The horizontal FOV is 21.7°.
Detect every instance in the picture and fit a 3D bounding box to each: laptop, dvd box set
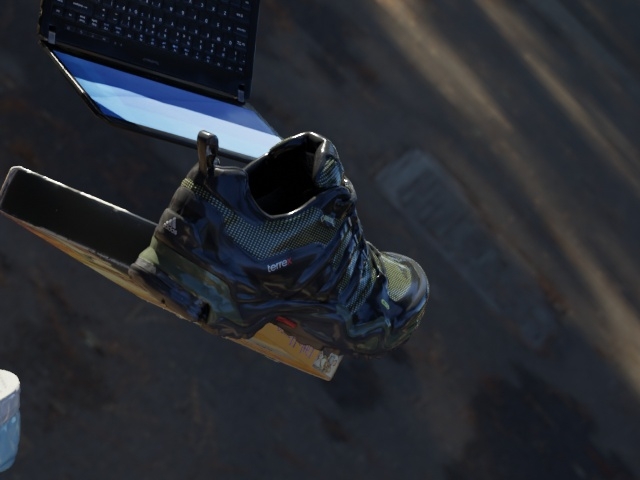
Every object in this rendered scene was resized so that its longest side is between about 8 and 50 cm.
[{"bbox_3d":[-0.116,-0.195,1.480,0.234,0.136,0.264,15,76,-38],"label":"laptop"},{"bbox_3d":[-0.165,0.048,1.986,0.307,0.062,0.420,23,-8,21],"label":"dvd box set"}]

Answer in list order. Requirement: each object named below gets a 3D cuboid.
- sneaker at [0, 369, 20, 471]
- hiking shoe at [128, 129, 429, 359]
[{"bbox_3d":[-0.458,0.279,1.879,0.135,0.150,0.366,9,23,32],"label":"sneaker"},{"bbox_3d":[0.000,0.000,0.959,0.086,0.114,0.227,35,17,36],"label":"hiking shoe"}]
